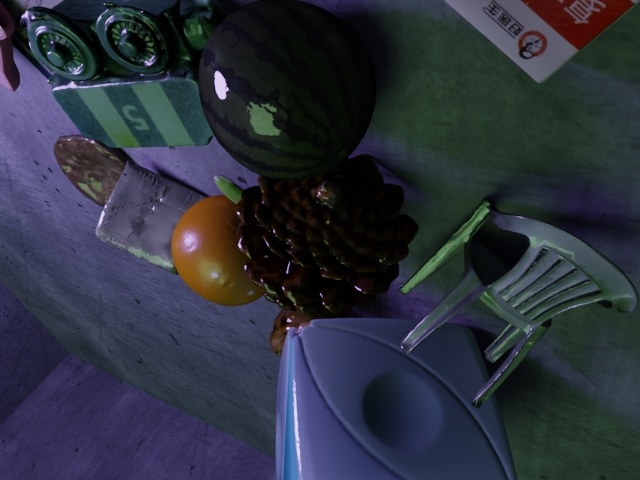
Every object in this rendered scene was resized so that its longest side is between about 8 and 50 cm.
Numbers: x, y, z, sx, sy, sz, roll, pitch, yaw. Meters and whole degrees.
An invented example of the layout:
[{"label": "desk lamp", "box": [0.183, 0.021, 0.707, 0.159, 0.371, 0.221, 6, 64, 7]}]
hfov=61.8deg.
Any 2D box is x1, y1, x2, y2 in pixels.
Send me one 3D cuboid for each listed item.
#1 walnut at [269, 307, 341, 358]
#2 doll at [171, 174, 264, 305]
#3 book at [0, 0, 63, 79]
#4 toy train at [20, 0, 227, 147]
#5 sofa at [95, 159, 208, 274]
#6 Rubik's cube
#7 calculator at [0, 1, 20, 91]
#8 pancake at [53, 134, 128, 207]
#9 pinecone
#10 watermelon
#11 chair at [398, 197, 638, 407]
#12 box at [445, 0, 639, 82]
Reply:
[{"label": "walnut", "box": [-0.031, 0.205, 1.148, 0.155, 0.155, 0.184, 39, 146, -5]}, {"label": "doll", "box": [-0.152, 0.003, 0.973, 0.213, 0.213, 0.236, 41, 132, -8]}, {"label": "book", "box": [-0.498, -0.424, 0.883, 0.428, 0.039, 0.300, 47, 145, -17]}, {"label": "toy train", "box": [-0.247, -0.253, 0.748, 0.299, 0.166, 0.238, 5, 142, 23]}, {"label": "sofa", "box": [-0.344, -0.038, 1.169, 0.210, 0.176, 0.225, 24, 174, 2]}, {"label": "Rubik's cube", "box": [0.099, 0.359, 0.945, 0.348, 0.351, 0.352, 2, 145, -9]}, {"label": "calculator", "box": [-0.657, -0.430, 0.943, 0.330, 0.048, 0.220, 42, 147, -3]}, {"label": "pancake", "box": [-0.501, -0.157, 1.211, 0.222, 0.042, 0.236, 40, 145, -11]}, {"label": "pinecone", "box": [-0.005, -0.007, 0.788, 0.264, 0.264, 0.264, 23, 145, 18]}, {"label": "watermelon", "box": [-0.037, -0.174, 0.630, 0.212, 0.212, 0.212, 23, 145, 18]}, {"label": "chair", "box": [0.251, 0.075, 0.713, 0.203, 0.190, 0.274, 36, 118, -1]}, {"label": "box", "box": [0.135, -0.319, 0.433, 0.353, 0.069, 0.214, 40, 146, -4]}]
